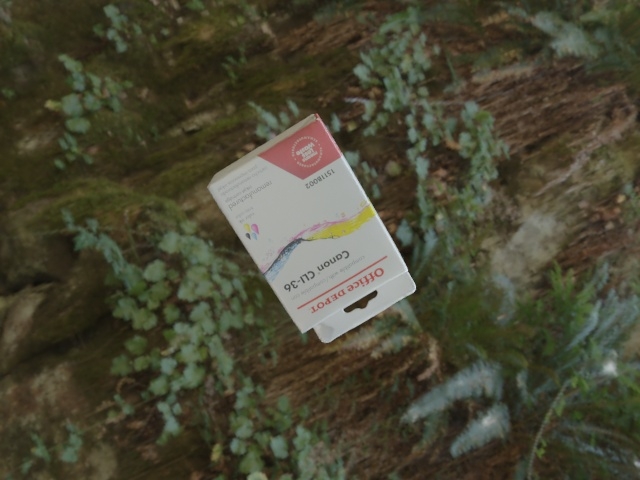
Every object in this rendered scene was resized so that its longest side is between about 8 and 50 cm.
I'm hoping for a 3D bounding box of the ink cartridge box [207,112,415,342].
[{"bbox_3d":[0.000,0.000,0.691,0.198,0.115,0.067,58,5,-13],"label":"ink cartridge box"}]
